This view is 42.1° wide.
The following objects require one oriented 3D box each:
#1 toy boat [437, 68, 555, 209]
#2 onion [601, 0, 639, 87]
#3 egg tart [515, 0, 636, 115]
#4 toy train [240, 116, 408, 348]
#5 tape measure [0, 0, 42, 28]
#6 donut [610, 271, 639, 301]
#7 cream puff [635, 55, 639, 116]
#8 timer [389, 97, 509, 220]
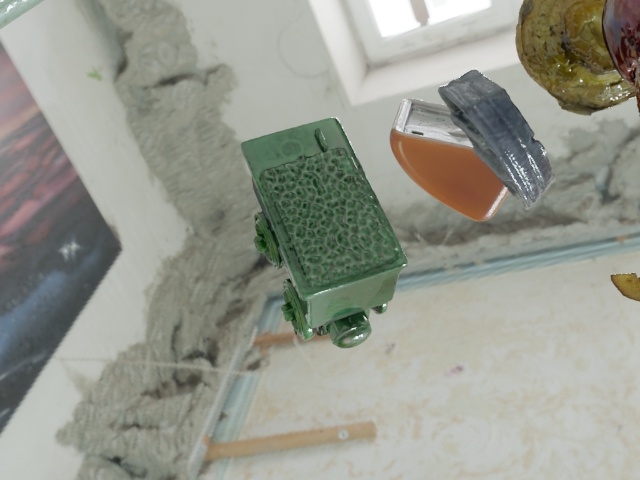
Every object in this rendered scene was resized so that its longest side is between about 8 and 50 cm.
[{"bbox_3d":[0.282,-0.145,1.285,0.078,0.283,0.127,-42,-140,4],"label":"toy boat"},{"bbox_3d":[0.605,-0.365,1.362,0.276,0.276,0.276,-19,-152,10],"label":"onion"},{"bbox_3d":[0.565,-0.425,1.661,0.341,0.341,0.129,-25,-172,-1],"label":"egg tart"},{"bbox_3d":[0.000,0.000,1.057,0.145,0.201,0.266,-18,-119,-12],"label":"toy train"},{"bbox_3d":[-0.308,-0.292,0.765,0.243,0.125,0.246,-33,-126,0],"label":"tape measure"},{"bbox_3d":[0.490,0.063,1.262,0.083,0.038,0.067,-34,-110,0],"label":"donut"},{"bbox_3d":[0.510,-0.214,1.117,0.164,0.240,0.240,-2,-146,21],"label":"cream puff"},{"bbox_3d":[0.256,-0.182,1.623,0.250,0.161,0.257,26,-153,-1],"label":"timer"}]
